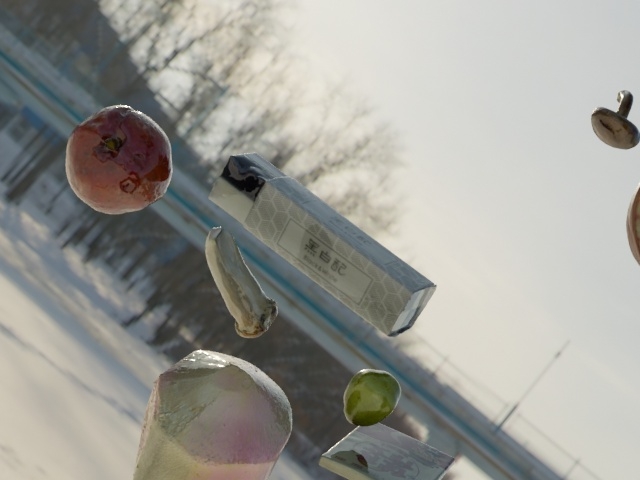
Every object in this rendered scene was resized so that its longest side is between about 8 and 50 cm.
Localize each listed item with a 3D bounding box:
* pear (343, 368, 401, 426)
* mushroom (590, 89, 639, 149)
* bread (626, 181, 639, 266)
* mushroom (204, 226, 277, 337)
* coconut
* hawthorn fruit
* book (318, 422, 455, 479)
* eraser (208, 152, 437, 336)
[{"bbox_3d":[0.076,0.247,1.926,0.092,0.097,0.092,42,-23,22],"label":"pear"},{"bbox_3d":[0.474,-0.190,1.955,0.088,0.129,0.073,27,-51,1],"label":"mushroom"},{"bbox_3d":[0.794,-0.047,2.504,0.114,0.327,0.295,28,53,-83],"label":"bread"},{"bbox_3d":[-0.133,0.064,1.909,0.071,0.084,0.209,0,-47,32],"label":"mushroom"},{"bbox_3d":[-0.166,0.285,1.837,0.233,0.245,0.233,19,31,-12],"label":"coconut"},{"bbox_3d":[-0.328,-0.137,1.965,0.179,0.179,0.200,39,-13,13],"label":"hawthorn fruit"},{"bbox_3d":[0.109,0.346,1.918,0.162,0.022,0.232,22,13,17],"label":"book"},{"bbox_3d":[0.000,0.000,2.036,0.404,0.098,0.096,37,22,19],"label":"eraser"}]
